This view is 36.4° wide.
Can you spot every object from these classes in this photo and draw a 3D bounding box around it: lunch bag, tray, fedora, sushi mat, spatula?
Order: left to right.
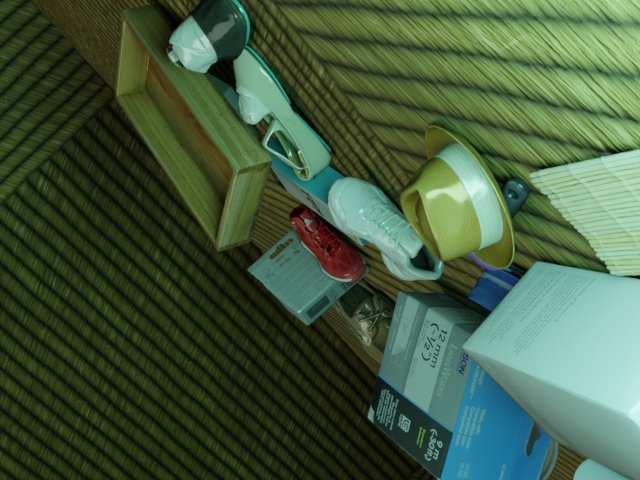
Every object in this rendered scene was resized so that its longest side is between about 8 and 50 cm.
[{"bbox_3d":[-0.229,-0.199,1.680,0.411,0.076,0.202,53,145,27],"label":"tray"},{"bbox_3d":[0.145,-0.037,1.111,0.194,0.079,0.194,57,169,18],"label":"fedora"},{"bbox_3d":[0.210,-0.021,1.171,0.084,0.030,0.296,42,171,9],"label":"spatula"},{"bbox_3d":[0.252,0.072,1.308,0.067,0.065,0.098,31,180,-38],"label":"lunch bag"},{"bbox_3d":[0.293,-0.019,0.839,0.151,0.019,0.316,46,171,-7],"label":"sushi mat"}]

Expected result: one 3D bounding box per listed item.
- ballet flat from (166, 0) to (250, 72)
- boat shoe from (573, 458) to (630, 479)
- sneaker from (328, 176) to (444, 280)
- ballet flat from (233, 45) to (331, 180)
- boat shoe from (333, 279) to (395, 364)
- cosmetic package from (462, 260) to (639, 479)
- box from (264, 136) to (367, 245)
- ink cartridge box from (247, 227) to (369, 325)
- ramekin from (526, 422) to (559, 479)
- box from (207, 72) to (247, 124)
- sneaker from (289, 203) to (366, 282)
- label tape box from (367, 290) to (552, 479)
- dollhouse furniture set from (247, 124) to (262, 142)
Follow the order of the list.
[{"bbox_3d":[-0.175,-0.291,1.440,0.095,0.096,0.280,55,169,-10],"label":"ballet flat"},{"bbox_3d":[0.433,0.292,1.121,0.268,0.096,0.088,-7,158,23],"label":"boat shoe"},{"bbox_3d":[0.113,-0.019,1.503,0.232,0.090,0.115,39,168,-26],"label":"sneaker"},{"bbox_3d":[-0.073,-0.190,1.516,0.248,0.086,0.086,49,170,-28],"label":"ballet flat"},{"bbox_3d":[0.118,0.184,2.265,0.341,0.121,0.110,38,170,42],"label":"boat shoe"},{"bbox_3d":[0.327,0.151,1.028,0.197,0.155,0.365,45,171,-15],"label":"cosmetic package"},{"bbox_3d":[0.000,-0.091,1.708,0.244,0.060,0.100,38,169,38],"label":"box"},{"bbox_3d":[-0.029,0.067,2.177,0.232,0.189,0.066,33,161,53],"label":"ink cartridge box"},{"bbox_3d":[0.352,0.391,1.914,0.207,0.207,0.109,46,180,-8],"label":"ramekin"},{"bbox_3d":[-0.201,-0.239,1.810,0.101,0.102,0.087,36,170,46],"label":"box"},{"bbox_3d":[0.000,0.000,2.067,0.221,0.087,0.128,34,168,44],"label":"sneaker"},{"bbox_3d":[0.233,0.256,1.613,0.115,0.249,0.348,7,-167,-29],"label":"label tape box"},{"bbox_3d":[-0.182,-0.165,1.973,0.129,0.129,0.183,37,167,42],"label":"dollhouse furniture set"}]
